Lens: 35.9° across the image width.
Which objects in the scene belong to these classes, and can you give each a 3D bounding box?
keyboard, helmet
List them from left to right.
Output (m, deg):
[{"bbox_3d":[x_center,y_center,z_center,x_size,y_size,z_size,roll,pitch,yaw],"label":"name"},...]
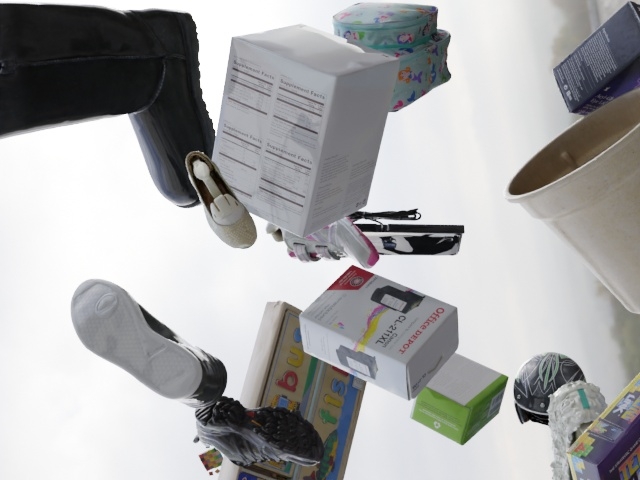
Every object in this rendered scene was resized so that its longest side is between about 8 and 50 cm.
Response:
[{"bbox_3d":[0.120,-0.020,1.918,0.201,0.317,0.033,87,-177,-66],"label":"keyboard"},{"bbox_3d":[0.482,0.315,2.076,0.169,0.169,0.161,-89,-12,-45],"label":"helmet"}]

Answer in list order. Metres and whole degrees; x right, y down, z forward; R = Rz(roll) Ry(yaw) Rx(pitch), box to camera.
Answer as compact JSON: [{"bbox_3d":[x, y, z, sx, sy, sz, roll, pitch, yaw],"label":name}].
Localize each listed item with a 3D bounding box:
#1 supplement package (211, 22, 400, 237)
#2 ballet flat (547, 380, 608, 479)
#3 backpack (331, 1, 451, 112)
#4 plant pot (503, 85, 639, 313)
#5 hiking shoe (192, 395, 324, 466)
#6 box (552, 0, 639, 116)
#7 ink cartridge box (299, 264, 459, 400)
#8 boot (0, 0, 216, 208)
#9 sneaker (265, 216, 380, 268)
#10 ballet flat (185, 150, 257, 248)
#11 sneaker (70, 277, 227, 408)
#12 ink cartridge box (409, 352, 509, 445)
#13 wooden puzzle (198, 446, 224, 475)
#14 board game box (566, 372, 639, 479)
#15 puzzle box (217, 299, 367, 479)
[{"bbox_3d":[-0.029,-0.181,1.568,0.199,0.198,0.262,-28,-44,-53],"label":"supplement package"},{"bbox_3d":[0.499,0.458,1.832,0.147,0.147,0.408,-72,-32,-67],"label":"ballet flat"},{"bbox_3d":[0.109,-0.335,1.830,0.253,0.225,0.191,-46,-44,-45],"label":"backpack"},{"bbox_3d":[0.540,-0.055,1.708,0.305,0.334,0.334,53,-163,-8],"label":"plant pot"},{"bbox_3d":[-0.104,0.336,1.670,0.086,0.227,0.114,-65,-9,-45],"label":"hiking shoe"},{"bbox_3d":[0.561,-0.323,1.817,0.153,0.207,0.108,4,-121,-32],"label":"box"},{"bbox_3d":[0.080,0.119,1.320,0.127,0.175,0.072,-42,-40,-36],"label":"ink cartridge box"},{"bbox_3d":[-0.366,-0.205,1.599,0.445,0.146,0.367,-19,-79,-58],"label":"boot"},{"bbox_3d":[0.000,0.000,1.774,0.111,0.252,0.103,-54,-41,-7],"label":"sneaker"},{"bbox_3d":[-0.143,-0.057,1.355,0.168,0.057,0.052,53,174,30],"label":"ballet flat"},{"bbox_3d":[-0.263,0.167,1.521,0.104,0.296,0.147,-54,-31,-6],"label":"sneaker"},{"bbox_3d":[0.246,0.311,2.125,0.189,0.255,0.097,-22,-51,-52],"label":"ink cartridge box"},{"bbox_3d":[-0.250,0.505,2.282,0.006,0.049,0.083,-119,4,-69],"label":"wooden puzzle"},{"bbox_3d":[0.388,0.268,1.239,0.170,0.048,0.141,-38,-54,-27],"label":"board game box"},{"bbox_3d":[-0.044,0.346,1.839,0.272,0.052,0.408,30,-114,-39],"label":"puzzle box"}]
